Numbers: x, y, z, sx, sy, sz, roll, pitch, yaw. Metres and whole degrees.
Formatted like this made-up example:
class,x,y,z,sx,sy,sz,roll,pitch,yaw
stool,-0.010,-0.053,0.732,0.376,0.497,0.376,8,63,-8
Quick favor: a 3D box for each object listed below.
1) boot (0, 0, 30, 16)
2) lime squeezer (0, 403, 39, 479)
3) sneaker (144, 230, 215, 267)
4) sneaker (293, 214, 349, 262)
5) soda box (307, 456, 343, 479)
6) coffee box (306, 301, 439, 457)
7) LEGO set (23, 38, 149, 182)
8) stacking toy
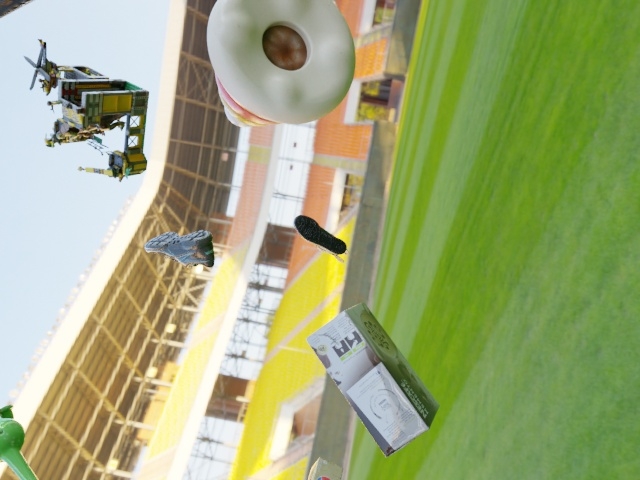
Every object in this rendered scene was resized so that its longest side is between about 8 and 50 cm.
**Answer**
class,x,y,z,sx,sy,sz,roll,pitch,yaw
boot,-0.827,-0.752,1.491,0.131,0.348,0.260,-101,-15,-61
lime squeezer,-0.430,0.273,0.801,0.058,0.310,0.110,-54,-51,-16
sneaker,-0.428,0.036,1.735,0.101,0.268,0.106,-42,-57,-47
sneaker,0.001,-0.002,1.356,0.051,0.170,0.089,-59,12,-8
soda box,-0.008,0.556,1.203,0.181,0.061,0.058,-66,2,-52
coffee box,0.119,0.296,1.267,0.119,0.297,0.168,-39,-12,15
LEGO set,-0.552,-0.276,1.298,0.192,0.331,0.254,-22,-38,-52
stacking toy,-0.156,-0.413,1.470,0.480,0.351,0.350,165,118,-66
